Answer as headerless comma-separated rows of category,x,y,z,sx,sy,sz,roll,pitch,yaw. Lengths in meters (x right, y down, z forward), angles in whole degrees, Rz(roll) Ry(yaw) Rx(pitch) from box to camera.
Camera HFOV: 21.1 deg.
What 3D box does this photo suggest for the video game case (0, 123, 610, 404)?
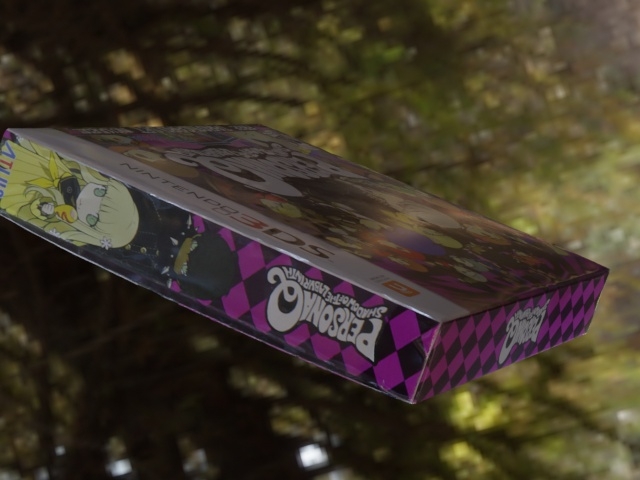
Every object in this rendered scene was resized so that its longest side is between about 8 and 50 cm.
video game case,0.000,0.000,0.776,0.232,0.210,0.041,-8,-60,-64
